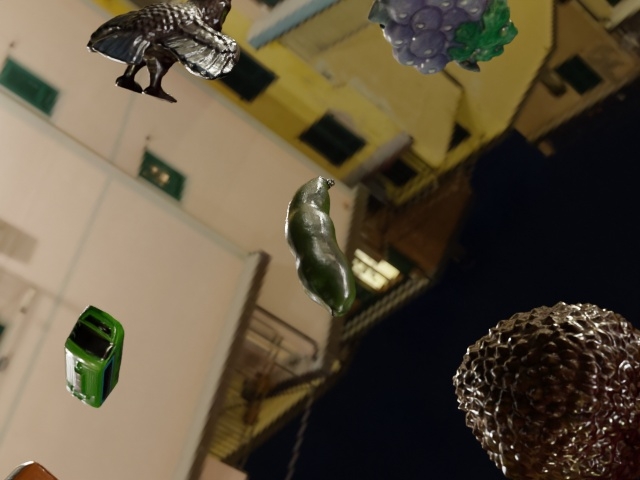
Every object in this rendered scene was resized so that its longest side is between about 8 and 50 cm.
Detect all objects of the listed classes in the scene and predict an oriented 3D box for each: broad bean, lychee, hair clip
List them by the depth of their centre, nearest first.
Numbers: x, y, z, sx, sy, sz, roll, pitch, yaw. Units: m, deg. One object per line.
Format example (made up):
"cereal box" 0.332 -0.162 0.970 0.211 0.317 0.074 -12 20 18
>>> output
"broad bean" -0.004 -0.001 1.113 0.254 0.065 0.046 -100 -155 -55
"lychee" 0.281 0.183 1.234 0.271 0.236 0.236 21 -102 51
"hair clip" 0.142 -0.252 1.251 0.124 0.195 0.052 122 -35 -43

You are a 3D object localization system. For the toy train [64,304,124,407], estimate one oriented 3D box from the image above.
"toy train" -0.215 0.114 0.998 0.042 0.044 0.209 -58 179 -24

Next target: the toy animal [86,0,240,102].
"toy animal" -0.181 -0.256 1.296 0.218 0.116 0.179 20 -112 36

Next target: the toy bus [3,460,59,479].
"toy bus" -0.337 0.503 1.650 0.092 0.409 0.093 -48 -179 45
